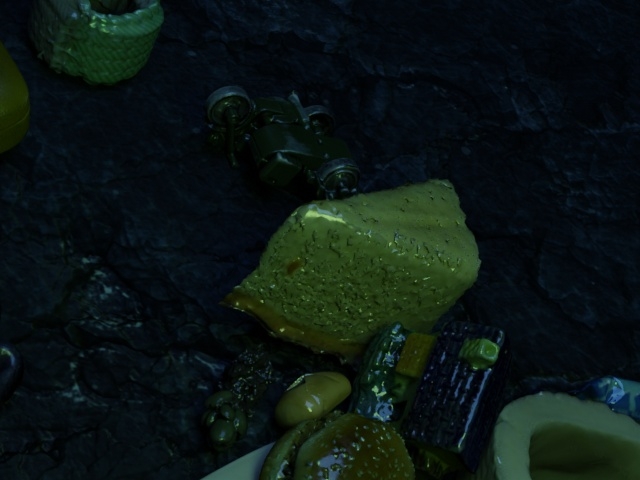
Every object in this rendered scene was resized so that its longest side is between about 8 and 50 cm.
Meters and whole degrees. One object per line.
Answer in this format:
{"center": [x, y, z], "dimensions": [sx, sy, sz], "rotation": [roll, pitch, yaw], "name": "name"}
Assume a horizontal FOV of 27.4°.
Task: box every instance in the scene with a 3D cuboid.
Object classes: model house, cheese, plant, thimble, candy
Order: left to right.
{"center": [-0.370, -0.366, 2.152], "dimensions": [0.219, 0.150, 0.219], "rotation": [17, 40, -15], "name": "thimble"}
{"center": [-0.113, 0.211, 1.737], "dimensions": [0.087, 0.085, 0.174], "rotation": [9, 42, 15], "name": "plant"}
{"center": [0.151, 0.207, 1.738], "dimensions": [0.170, 0.211, 0.194], "rotation": [29, 67, -11], "name": "model house"}
{"center": [0.353, 0.368, 1.773], "dimensions": [0.332, 0.153, 0.292], "rotation": [9, 43, -20], "name": "cheese"}
{"center": [0.472, 0.258, 1.958], "dimensions": [0.331, 0.187, 0.077], "rotation": [14, 74, -16], "name": "candy"}

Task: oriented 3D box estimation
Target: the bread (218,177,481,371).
{"center": [0.039, 0.012, 1.905], "dimensions": [0.315, 0.248, 0.279], "rotation": [28, 32, -21], "name": "bread"}

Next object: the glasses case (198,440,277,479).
{"center": [-0.093, 0.314, 1.648], "dimensions": [0.204, 0.051, 0.081], "rotation": [-19, 66, -44], "name": "glasses case"}

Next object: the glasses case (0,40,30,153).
{"center": [-0.572, -0.284, 1.934], "dimensions": [0.173, 0.141, 0.371], "rotation": [-24, 60, -25], "name": "glasses case"}

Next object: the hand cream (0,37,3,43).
{"center": [-0.534, -0.305, 2.071], "dimensions": [0.091, 0.058, 0.271], "rotation": [-6, 55, -27], "name": "hand cream"}

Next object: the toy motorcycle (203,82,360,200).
{"center": [-0.058, -0.144, 2.125], "dimensions": [0.275, 0.127, 0.205], "rotation": [7, 44, -34], "name": "toy motorcycle"}

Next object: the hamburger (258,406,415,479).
{"center": [0.026, 0.317, 1.627], "dimensions": [0.215, 0.122, 0.189], "rotation": [-41, 104, -47], "name": "hamburger"}

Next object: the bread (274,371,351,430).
{"center": [-0.015, 0.210, 1.781], "dimensions": [0.115, 0.082, 0.056], "rotation": [-34, 103, -44], "name": "bread"}

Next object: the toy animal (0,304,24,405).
{"center": [-0.485, 0.084, 1.619], "dimensions": [0.185, 0.122, 0.298], "rotation": [-12, 60, -33], "name": "toy animal"}
